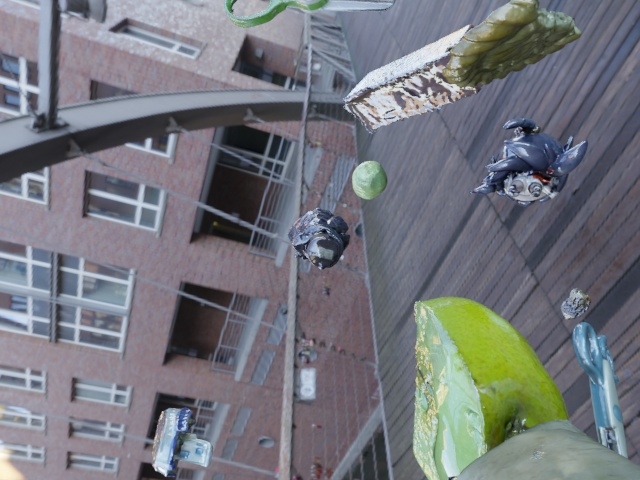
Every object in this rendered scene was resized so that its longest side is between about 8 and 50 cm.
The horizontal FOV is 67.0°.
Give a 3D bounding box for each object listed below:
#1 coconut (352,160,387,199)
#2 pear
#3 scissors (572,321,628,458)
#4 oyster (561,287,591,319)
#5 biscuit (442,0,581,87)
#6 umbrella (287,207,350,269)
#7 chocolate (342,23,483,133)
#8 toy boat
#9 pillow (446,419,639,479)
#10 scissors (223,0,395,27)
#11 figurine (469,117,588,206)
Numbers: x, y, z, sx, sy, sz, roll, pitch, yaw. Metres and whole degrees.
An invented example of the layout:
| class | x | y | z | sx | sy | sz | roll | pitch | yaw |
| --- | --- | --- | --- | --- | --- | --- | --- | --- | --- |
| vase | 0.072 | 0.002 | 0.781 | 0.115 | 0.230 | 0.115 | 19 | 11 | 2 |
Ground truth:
| class | x | y | z | sx | sy | sz | roll | pitch | yaw |
| --- | --- | --- | --- | --- | --- | --- | --- | --- | --- |
| coconut | 0.117 | -0.143 | 1.155 | 0.096 | 0.088 | 0.087 | 56 | -140 | -62 |
| pear | 0.294 | 0.293 | 0.812 | 0.318 | 0.239 | 0.342 | -125 | 32 | -73 |
| scissors | 0.483 | 0.285 | 0.816 | 0.041 | 0.138 | 0.289 | -26 | 46 | 41 |
| oyster | 0.616 | 0.158 | 1.169 | 0.083 | 0.054 | 0.019 | -54 | -26 | -1 |
| biscuit | 0.285 | -0.291 | 0.746 | 0.187 | 0.274 | 0.036 | -26 | 84 | 44 |
| umbrella | 0.003 | 0.000 | 0.645 | 0.080 | 0.071 | 0.224 | -44 | 8 | 3 |
| chocolate | 0.189 | -0.328 | 0.995 | 0.321 | 0.112 | 0.112 | -5 | 48 | 56 |
| toy boat | -0.298 | 0.436 | 1.055 | 0.262 | 0.115 | 0.114 | -173 | 98 | -73 |
| pillow | 0.245 | 0.271 | 0.503 | 0.075 | 0.185 | 0.302 | 64 | 179 | 5 |
| scissors | -0.013 | -0.292 | 0.571 | 0.027 | 0.204 | 0.101 | 45 | -122 | -74 |
| figurine | 0.446 | -0.155 | 1.032 | 0.197 | 0.175 | 0.265 | -63 | -13 | 1 |
